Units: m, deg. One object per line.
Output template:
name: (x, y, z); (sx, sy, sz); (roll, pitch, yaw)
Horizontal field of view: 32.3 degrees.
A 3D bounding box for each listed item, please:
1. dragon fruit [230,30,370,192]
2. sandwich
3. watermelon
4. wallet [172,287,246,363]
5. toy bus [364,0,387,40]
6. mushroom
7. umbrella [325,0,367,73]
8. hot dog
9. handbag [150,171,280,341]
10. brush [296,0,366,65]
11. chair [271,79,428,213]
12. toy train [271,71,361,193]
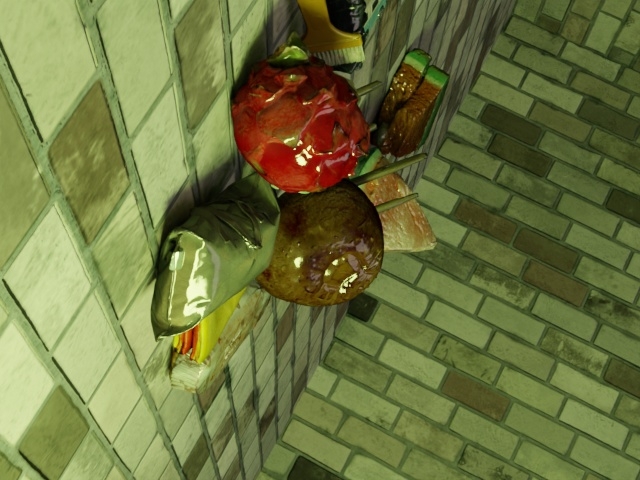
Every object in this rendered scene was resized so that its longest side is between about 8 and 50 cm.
dragon fruit: (-0.026, -0.146, 1.396); (0.209, 0.172, 0.172); (55, 53, -34)
sandwich: (0.199, -0.290, 2.500); (0.212, 0.109, 0.292); (-50, 164, -59)
watermelon: (0.085, -0.073, 2.258); (0.292, 0.319, 0.222); (0, -88, 58)
wallet: (-0.150, 0.051, 1.647); (0.241, 0.067, 0.141); (-61, 167, -44)
toy bus: (0.055, -0.348, 1.661); (0.075, 0.060, 0.123); (95, 21, -56)
mushroom: (0.008, 0.010, 1.647); (0.231, 0.138, 0.194); (-8, 140, -37)
umbrella: (0.040, -0.348, 1.548); (0.071, 0.080, 0.224); (-36, 143, -46)
hot dog: (-0.159, 0.134, 1.773); (0.268, 0.075, 0.144); (-48, 158, -48)
handbag: (-0.134, 0.011, 1.446); (0.270, 0.117, 0.183); (-38, 143, -60)
brush: (-0.006, -0.292, 1.432); (0.272, 0.103, 0.013); (66, 18, -68)
chair: (0.011, -0.112, 1.786); (0.272, 0.166, 0.188); (-27, 161, -11)
toy train: (-0.027, -0.153, 1.542); (0.081, 0.125, 0.194); (-43, 157, -57)
